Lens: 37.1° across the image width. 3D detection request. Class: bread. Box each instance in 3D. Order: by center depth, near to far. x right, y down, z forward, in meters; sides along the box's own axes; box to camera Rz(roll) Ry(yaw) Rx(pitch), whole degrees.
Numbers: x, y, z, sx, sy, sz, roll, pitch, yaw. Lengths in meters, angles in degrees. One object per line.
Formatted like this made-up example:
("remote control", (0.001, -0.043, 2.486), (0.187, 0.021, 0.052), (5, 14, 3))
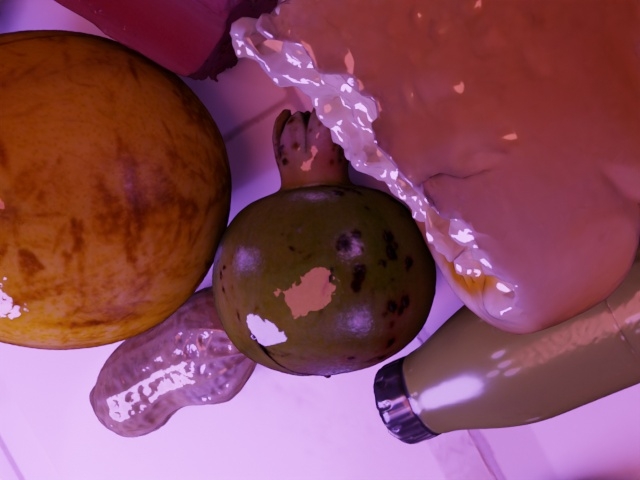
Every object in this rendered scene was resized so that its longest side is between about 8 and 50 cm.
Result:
("bread", (0.091, -0.155, 0.585), (0.245, 0.329, 0.424), (-24, 97, 18))

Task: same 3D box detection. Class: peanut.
("peanut", (-0.132, 0.115, 0.881), (0.214, 0.090, 0.098), (-31, 120, 27))

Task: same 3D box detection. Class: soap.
("soap", (-0.153, -0.230, 0.757), (0.250, 0.162, 0.099), (30, 112, -21))

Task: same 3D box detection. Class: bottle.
("bottle", (0.162, 0.083, 0.738), (0.260, 0.112, 0.112), (-29, 91, 26))

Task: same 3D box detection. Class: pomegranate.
("pomegranate", (-0.006, 0.010, 0.761), (0.179, 0.179, 0.210), (-35, 58, 25))

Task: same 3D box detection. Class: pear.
("pear", (-0.217, -0.038, 0.775), (0.281, 0.281, 0.280), (5, 105, 21))
